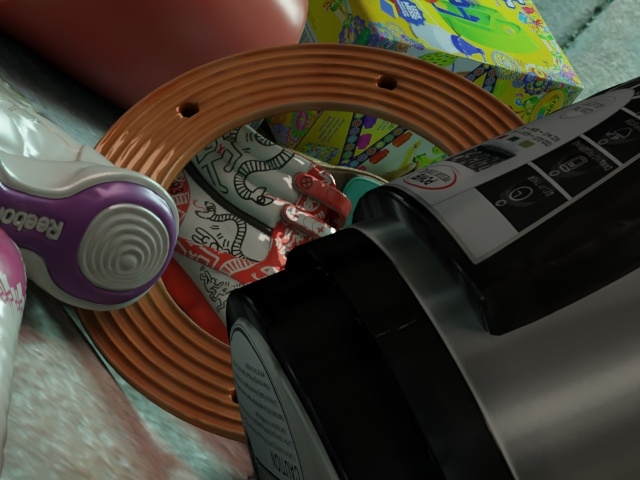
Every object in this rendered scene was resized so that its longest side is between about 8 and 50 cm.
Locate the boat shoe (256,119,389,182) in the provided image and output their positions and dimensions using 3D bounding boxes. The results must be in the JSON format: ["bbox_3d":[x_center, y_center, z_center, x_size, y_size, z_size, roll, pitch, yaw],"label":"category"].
[{"bbox_3d":[0.017,-0.109,2.151,0.324,0.122,0.120,26,24,-31],"label":"boat shoe"}]

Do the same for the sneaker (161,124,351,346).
[{"bbox_3d":[-0.018,0.034,1.370,0.270,0.145,0.090,47,-9,22],"label":"sneaker"}]

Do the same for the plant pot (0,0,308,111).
[{"bbox_3d":[-0.155,-0.240,1.714,0.243,0.275,0.275,44,8,-41],"label":"plant pot"}]

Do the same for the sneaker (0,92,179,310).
[{"bbox_3d":[-0.226,-0.043,1.166,0.152,0.114,0.305,28,-1,42],"label":"sneaker"}]

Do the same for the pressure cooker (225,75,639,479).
[{"bbox_3d":[0.134,0.140,0.911,0.370,0.420,0.375,81,-14,-53],"label":"pressure cooker"}]

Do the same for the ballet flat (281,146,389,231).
[{"bbox_3d":[0.008,-0.046,1.902,0.206,0.073,0.067,25,9,-20],"label":"ballet flat"}]

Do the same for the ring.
[{"bbox_3d":[0.000,0.000,1.301,0.336,0.336,0.032,50,-23,33],"label":"ring"}]

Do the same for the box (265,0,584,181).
[{"bbox_3d":[0.067,-0.219,2.046,0.279,0.177,0.290,9,42,-39],"label":"box"}]

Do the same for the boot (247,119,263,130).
[{"bbox_3d":[-0.127,-0.168,1.978,0.086,0.069,0.190,12,16,-32],"label":"boot"}]

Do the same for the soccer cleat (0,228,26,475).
[{"bbox_3d":[-0.181,0.085,0.827,0.143,0.116,0.331,58,12,-7],"label":"soccer cleat"}]
